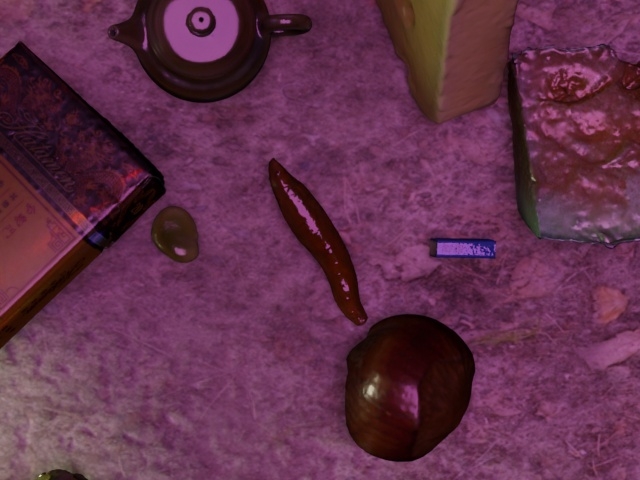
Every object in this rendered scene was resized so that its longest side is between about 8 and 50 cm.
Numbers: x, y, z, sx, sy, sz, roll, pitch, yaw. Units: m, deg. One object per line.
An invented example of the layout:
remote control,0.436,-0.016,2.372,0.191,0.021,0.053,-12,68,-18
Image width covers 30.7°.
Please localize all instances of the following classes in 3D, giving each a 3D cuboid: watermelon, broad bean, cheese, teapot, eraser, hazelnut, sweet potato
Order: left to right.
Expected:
broad bean,-0.200,-0.006,1.606,0.063,0.045,0.083,-24,86,-5
teapot,-0.144,-0.278,1.539,0.268,0.175,0.185,-5,94,-5
sweet potato,0.001,0.000,1.619,0.057,0.057,0.264,-33,96,-4
hazelnut,0.125,0.198,1.597,0.170,0.160,0.201,47,50,-17
cheese,0.130,-0.377,1.528,0.104,0.384,0.384,-23,94,-10
eraser,0.198,0.011,1.631,0.085,0.063,0.027,1,91,-5
watermelon,0.398,-0.121,1.619,0.264,0.151,0.302,-10,75,-2

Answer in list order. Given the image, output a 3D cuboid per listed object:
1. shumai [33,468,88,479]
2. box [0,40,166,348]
shumai,-0.366,0.453,1.540,0.218,0.256,0.189,-35,123,25
box,-0.436,-0.025,1.515,0.264,0.116,0.415,43,83,8
